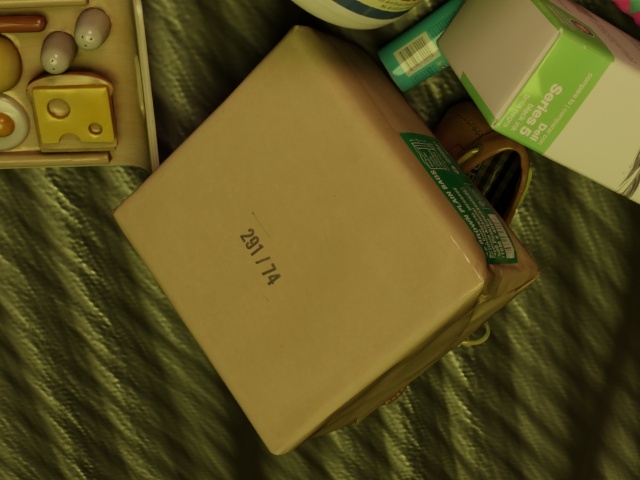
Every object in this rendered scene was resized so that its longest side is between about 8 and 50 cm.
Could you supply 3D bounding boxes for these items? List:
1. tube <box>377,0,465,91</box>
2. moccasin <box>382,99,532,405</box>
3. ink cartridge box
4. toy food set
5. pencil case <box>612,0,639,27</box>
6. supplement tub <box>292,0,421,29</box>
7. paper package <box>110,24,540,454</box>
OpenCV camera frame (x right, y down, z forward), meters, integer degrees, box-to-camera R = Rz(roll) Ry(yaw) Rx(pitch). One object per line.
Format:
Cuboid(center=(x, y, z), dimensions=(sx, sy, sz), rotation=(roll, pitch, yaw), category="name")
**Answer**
Cuboid(center=(0.159, -0.229, 1.291), dimensions=(0.207, 0.052, 0.080), rotation=(-31, 126, 13), category="tube")
Cuboid(center=(0.126, 0.035, 1.385), dimensions=(0.139, 0.147, 0.380), rotation=(23, 115, -19), category="moccasin")
Cuboid(center=(0.274, -0.141, 1.228), dimensions=(0.273, 0.198, 0.114), rotation=(24, 114, -24), category="ink cartridge box")
Cuboid(center=(-0.327, -0.151, 1.317), dimensions=(0.306, 0.092, 0.219), rotation=(-1, 123, 2), category="toy food set")
Cuboid(center=(0.274, -0.297, 1.208), dimensions=(0.236, 0.104, 0.104), rotation=(32, 118, -22), category="pencil case")
Cuboid(center=(0.094, -0.353, 1.055), dimensions=(0.235, 0.235, 0.325), rotation=(39, 132, -22), category="supplement tub")
Cuboid(center=(0.000, 0.000, 1.279), dimensions=(0.309, 0.168, 0.324), rotation=(-43, 72, 24), category="paper package")
